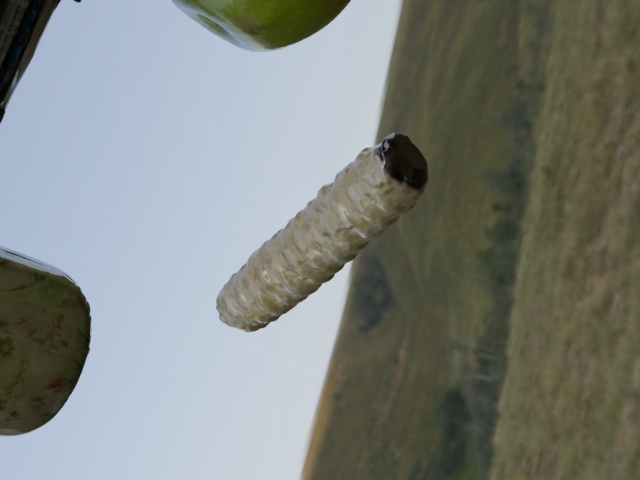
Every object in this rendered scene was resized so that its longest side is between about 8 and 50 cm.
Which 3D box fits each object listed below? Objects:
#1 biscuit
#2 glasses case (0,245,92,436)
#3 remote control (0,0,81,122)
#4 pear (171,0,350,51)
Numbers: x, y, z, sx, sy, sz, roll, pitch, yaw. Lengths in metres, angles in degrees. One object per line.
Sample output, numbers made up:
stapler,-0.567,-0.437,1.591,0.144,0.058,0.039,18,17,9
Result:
biscuit,0.000,0.000,0.842,0.219,0.055,0.061,-40,-13,36
glasses case,-0.400,0.040,0.947,0.098,0.425,0.156,-142,73,-76
remote control,-0.169,-0.257,0.714,0.144,0.062,0.398,23,-92,-66
pear,-0.029,-0.249,0.857,0.216,0.166,0.180,-54,6,-7
